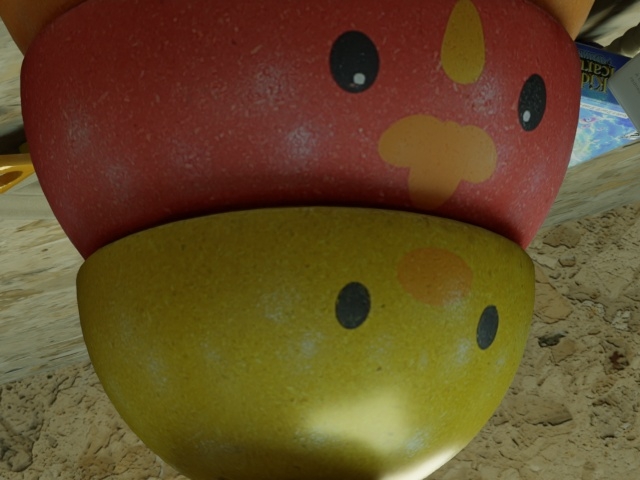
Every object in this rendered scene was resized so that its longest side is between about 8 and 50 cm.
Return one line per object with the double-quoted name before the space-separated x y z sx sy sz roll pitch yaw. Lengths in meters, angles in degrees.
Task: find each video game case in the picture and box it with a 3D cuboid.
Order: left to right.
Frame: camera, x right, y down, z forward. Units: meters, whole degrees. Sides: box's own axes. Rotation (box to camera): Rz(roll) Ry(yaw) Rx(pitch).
"video game case" 0.157 -0.119 1.721 0.269 0.061 0.244 9 160 -38

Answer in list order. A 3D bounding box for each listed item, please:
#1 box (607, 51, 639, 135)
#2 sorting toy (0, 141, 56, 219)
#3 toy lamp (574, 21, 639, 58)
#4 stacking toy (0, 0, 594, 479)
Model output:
"box" 0.455 -0.174 1.561 0.345 0.168 0.215 -41 159 33
"sorting toy" -0.192 -0.079 1.598 0.196 0.047 0.347 -27 170 21
"toy lamp" 0.294 -0.184 1.772 0.080 0.080 0.274 -13 170 -23
"stacking toy" 0.000 0.000 0.855 0.350 0.480 0.350 -4 164 -1
